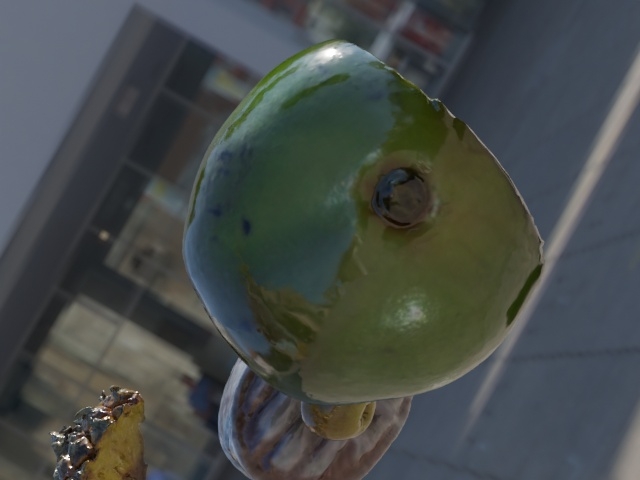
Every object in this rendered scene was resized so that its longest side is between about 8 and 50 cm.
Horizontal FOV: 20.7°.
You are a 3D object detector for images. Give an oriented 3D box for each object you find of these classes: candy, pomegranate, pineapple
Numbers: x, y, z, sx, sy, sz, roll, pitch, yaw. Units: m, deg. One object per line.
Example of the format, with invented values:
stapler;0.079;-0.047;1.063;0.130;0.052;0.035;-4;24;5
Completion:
candy;-0.002;0.188;2.189;0.289;0.214;0.157;-53;8;-14
pomegranate;-0.004;-0.007;0.969;0.159;0.241;0.190;-41;-44;-8
pineapple;-0.182;0.170;1.421;0.114;0.077;0.114;14;77;57

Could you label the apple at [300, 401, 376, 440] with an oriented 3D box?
apple;0.021;0.173;1.850;0.084;0.071;0.084;-32;-47;-43
